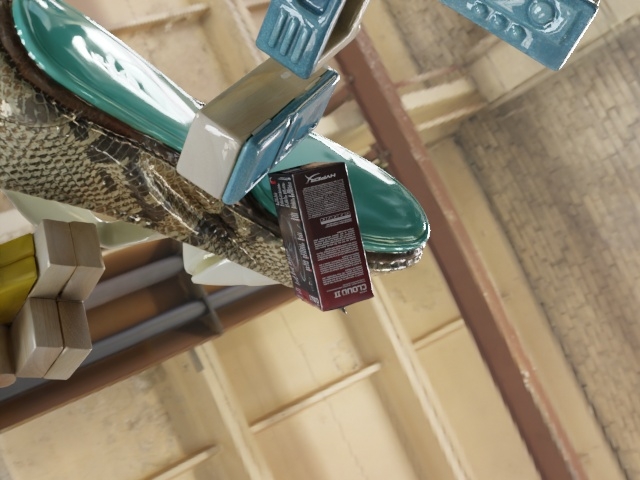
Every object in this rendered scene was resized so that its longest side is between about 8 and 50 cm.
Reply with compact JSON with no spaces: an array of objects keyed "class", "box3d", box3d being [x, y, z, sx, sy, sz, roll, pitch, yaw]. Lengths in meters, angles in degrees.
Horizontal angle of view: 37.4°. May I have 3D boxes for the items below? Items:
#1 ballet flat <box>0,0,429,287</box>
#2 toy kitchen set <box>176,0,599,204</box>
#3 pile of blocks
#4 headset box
[{"class":"ballet flat","box3d":[-0.114,-0.046,0.809,0.483,0.182,0.164,22,-142,-44]},{"class":"toy kitchen set","box3d":[0.037,-0.095,0.554,0.166,0.207,0.122,34,-137,7]},{"class":"pile of blocks","box3d":[-0.318,0.095,0.656,0.149,0.362,0.112,56,-169,-56]},{"class":"headset box","box3d":[0.000,0.000,0.521,0.032,0.062,0.083,-16,-82,-13]}]
